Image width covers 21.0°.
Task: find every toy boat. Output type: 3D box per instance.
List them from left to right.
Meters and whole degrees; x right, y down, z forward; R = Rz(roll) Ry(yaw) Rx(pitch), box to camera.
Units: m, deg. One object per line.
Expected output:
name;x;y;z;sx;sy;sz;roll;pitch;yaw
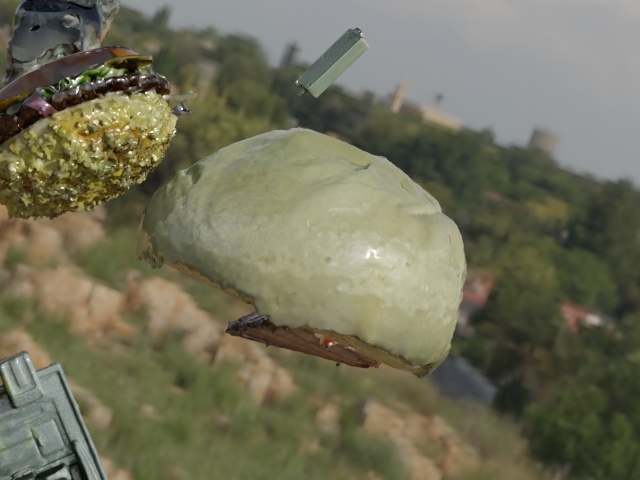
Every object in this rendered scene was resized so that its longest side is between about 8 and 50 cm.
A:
toy boat;-0.257;0.266;1.613;0.141;0.319;0.092;-23;3;-11

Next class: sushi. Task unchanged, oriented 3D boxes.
sushi;-0.348;-0.285;2.315;0.124;0.130;0.332;7;44;3

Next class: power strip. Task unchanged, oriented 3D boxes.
power strip;0.010;-0.162;1.587;0.017;0.083;0.027;46;0;-37

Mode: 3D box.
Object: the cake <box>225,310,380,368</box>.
cake;0.000;0.102;2.069;0.098;0.135;0.287;4;9;39

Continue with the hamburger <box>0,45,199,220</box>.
hamburger;-0.252;-0.110;1.834;0.243;0.262;0.138;90;-26;-82

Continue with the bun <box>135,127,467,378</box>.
bun;-0.001;-0.004;1.788;0.364;0.202;0.364;21;-2;1
